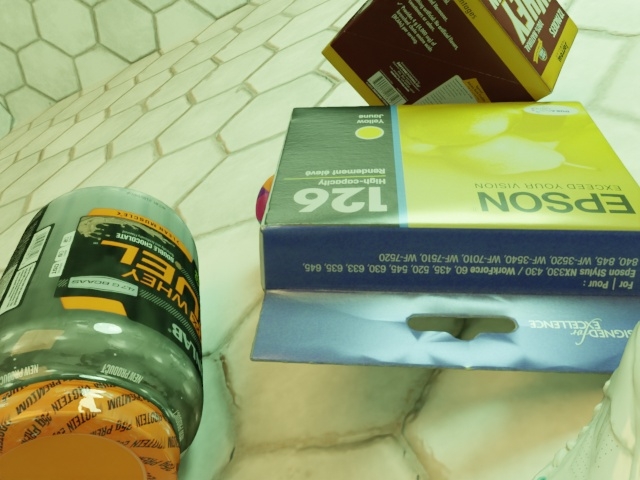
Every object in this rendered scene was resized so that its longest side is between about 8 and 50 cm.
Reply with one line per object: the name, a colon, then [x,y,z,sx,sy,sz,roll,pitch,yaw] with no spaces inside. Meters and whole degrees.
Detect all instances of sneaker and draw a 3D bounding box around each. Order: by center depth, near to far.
sneaker: [0.166,0.127,0.319,0.094,0.080,0.212,-31,20,52]

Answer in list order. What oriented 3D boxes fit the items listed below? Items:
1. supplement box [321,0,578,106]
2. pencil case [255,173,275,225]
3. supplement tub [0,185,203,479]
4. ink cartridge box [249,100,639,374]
supplement box: [0.146,-0.230,0.647,0.194,0.191,0.129,-25,26,53]
pencil case: [0.000,0.000,0.606,0.104,0.104,0.236,-33,32,-1]
supplement tub: [-0.222,0.101,0.554,0.207,0.207,0.338,-29,33,5]
ink cartridge box: [0.108,-0.030,0.480,0.303,0.072,0.307,1,36,3]
